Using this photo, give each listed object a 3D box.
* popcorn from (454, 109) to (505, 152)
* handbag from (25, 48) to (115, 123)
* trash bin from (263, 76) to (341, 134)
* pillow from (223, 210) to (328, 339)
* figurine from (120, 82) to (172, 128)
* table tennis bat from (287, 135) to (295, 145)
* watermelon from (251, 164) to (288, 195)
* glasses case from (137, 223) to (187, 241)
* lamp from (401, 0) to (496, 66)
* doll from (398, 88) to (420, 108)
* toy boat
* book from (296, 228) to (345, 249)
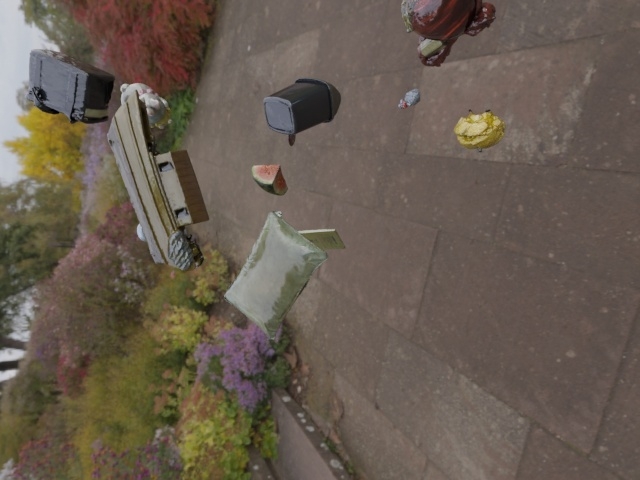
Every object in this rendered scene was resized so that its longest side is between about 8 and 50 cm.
[{"bbox_3d":[0.552,-0.383,1.488,0.148,0.167,0.152,-50,-45,-75],"label":"popcorn"},{"bbox_3d":[-0.809,-0.491,1.392,0.181,0.254,0.182,-62,-5,-68],"label":"handbag"},{"bbox_3d":[-0.071,-0.549,1.739,0.209,0.290,0.182,23,135,35],"label":"trash bin"},{"bbox_3d":[-0.118,0.090,1.075,0.185,0.075,0.303,38,114,14],"label":"pillow"},{"bbox_3d":[-0.595,-0.457,1.496,0.235,0.127,0.155,37,162,36],"label":"figurine"},{"bbox_3d":[-0.139,-0.506,1.979,0.155,0.019,0.098,74,-153,-58],"label":"table tennis bat"},{"bbox_3d":[-0.221,-0.258,1.925,0.193,0.137,0.145,48,162,40],"label":"watermelon"},{"bbox_3d":[-0.547,-0.026,1.485,0.045,0.178,0.067,-24,70,38],"label":"glasses case"},{"bbox_3d":[0.254,-0.485,0.913,0.215,0.223,0.151,-12,42,52],"label":"lamp"},{"bbox_3d":[0.443,-0.700,2.118,0.094,0.079,0.180,-66,16,-7],"label":"doll"},{"bbox_3d":[-0.384,-0.135,1.044,0.136,0.162,0.446,-148,39,-82],"label":"toy boat"},{"bbox_3d":[0.000,0.000,1.930,0.192,0.168,0.013,-3,60,20],"label":"book"}]
